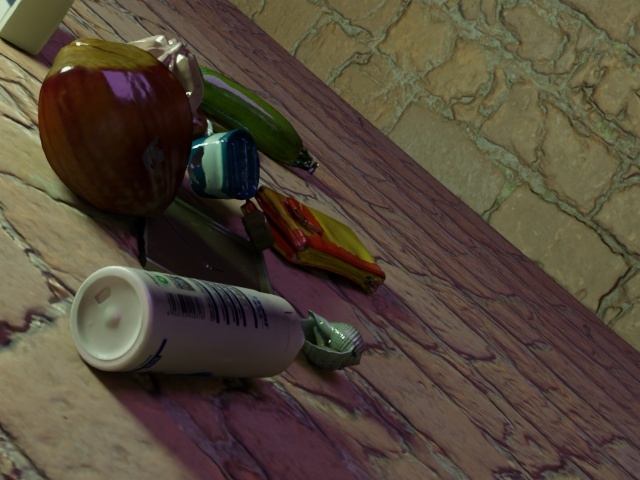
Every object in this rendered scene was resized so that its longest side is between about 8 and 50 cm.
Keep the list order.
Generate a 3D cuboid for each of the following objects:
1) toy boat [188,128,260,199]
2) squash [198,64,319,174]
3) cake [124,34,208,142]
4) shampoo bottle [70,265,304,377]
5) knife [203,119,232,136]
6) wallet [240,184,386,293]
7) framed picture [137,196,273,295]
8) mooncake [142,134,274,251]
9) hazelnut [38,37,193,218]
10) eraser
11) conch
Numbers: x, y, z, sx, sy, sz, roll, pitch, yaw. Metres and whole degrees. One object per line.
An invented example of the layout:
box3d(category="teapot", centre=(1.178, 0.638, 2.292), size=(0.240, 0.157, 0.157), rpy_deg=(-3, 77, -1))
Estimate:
box3d(category="toy boat", centre=(-0.128, -0.102, 1.531), size=(0.062, 0.096, 0.299), rpy_deg=(-5, 2, 5))
box3d(category="squash", centre=(-0.129, -0.229, 2.104), size=(0.331, 0.087, 0.087), rpy_deg=(35, 13, -20))
box3d(category="cake", centre=(-0.232, -0.196, 1.505), size=(0.185, 0.178, 0.208), rpy_deg=(40, 10, 15))
box3d(category="shampoo bottle", centre=(-0.104, 0.085, 1.052), size=(0.092, 0.092, 0.303), rpy_deg=(44, 13, 27))
box3d(category="knife", centre=(-0.202, -0.198, 1.924), size=(0.061, 0.027, 0.343), rpy_deg=(39, 12, 26))
box3d(category="wallet", centre=(0.000, 0.000, 1.689), size=(0.241, 0.067, 0.141), rpy_deg=(22, 22, -52))
box3d(category="framed picture", centre=(-0.139, 0.020, 1.351), size=(0.192, 0.018, 0.265), rpy_deg=(33, 14, -19))
box3d(category="mooncake", centre=(-0.114, -0.048, 1.317), size=(0.150, 0.057, 0.347), rpy_deg=(54, 4, 37))
box3d(category="hazelnut", centre=(-0.239, -0.127, 1.280), size=(0.181, 0.180, 0.212), rpy_deg=(19, 22, 11))
box3d(category="eraser", centre=(-0.464, -0.400, 1.697), size=(0.081, 0.124, 0.279), rpy_deg=(27, 16, -40))
box3d(category="conch", centre=(0.007, 0.124, 1.299), size=(0.085, 0.056, 0.076), rpy_deg=(22, 26, 24))
